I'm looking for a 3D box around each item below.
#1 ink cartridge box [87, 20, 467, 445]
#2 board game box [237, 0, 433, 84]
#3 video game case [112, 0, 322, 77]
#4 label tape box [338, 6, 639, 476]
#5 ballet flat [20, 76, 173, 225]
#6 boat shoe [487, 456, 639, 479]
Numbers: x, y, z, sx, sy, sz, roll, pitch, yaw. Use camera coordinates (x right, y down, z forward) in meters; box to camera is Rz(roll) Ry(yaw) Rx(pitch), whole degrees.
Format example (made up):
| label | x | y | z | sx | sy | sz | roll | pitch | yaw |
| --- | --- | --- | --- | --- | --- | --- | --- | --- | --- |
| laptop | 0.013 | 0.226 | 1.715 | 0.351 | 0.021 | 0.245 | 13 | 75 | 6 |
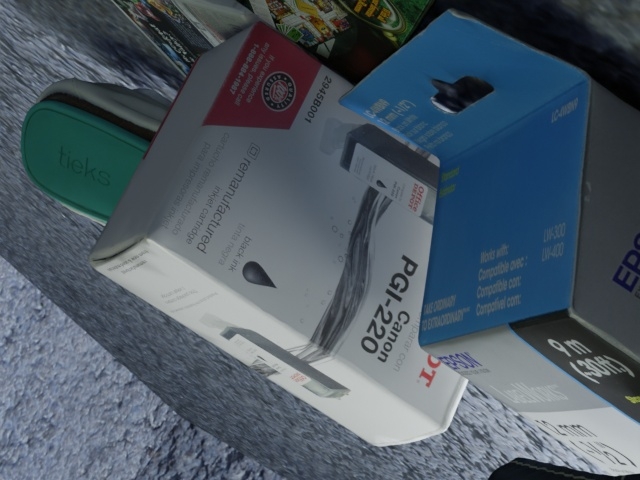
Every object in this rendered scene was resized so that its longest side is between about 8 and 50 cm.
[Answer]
| label | x | y | z | sx | sy | sz | roll | pitch | yaw |
| --- | --- | --- | --- | --- | --- | --- | --- | --- | --- |
| ink cartridge box | 0.000 | 0.000 | 1.123 | 0.218 | 0.159 | 0.092 | 34 | 156 | -19 |
| board game box | -0.002 | -0.150 | 0.941 | 0.136 | 0.030 | 0.260 | 38 | 168 | -1 |
| video game case | -0.045 | -0.109 | 1.224 | 0.173 | 0.022 | 0.190 | 22 | 162 | 46 |
| label tape box | 0.156 | 0.038 | 0.981 | 0.347 | 0.115 | 0.249 | 32 | 167 | -7 |
| ballet flat | -0.045 | -0.016 | 1.368 | 0.400 | 0.139 | 0.139 | 32 | 168 | 31 |
| boat shoe | 0.184 | 0.142 | 0.885 | 0.254 | 0.079 | 0.095 | 13 | 155 | 45 |
